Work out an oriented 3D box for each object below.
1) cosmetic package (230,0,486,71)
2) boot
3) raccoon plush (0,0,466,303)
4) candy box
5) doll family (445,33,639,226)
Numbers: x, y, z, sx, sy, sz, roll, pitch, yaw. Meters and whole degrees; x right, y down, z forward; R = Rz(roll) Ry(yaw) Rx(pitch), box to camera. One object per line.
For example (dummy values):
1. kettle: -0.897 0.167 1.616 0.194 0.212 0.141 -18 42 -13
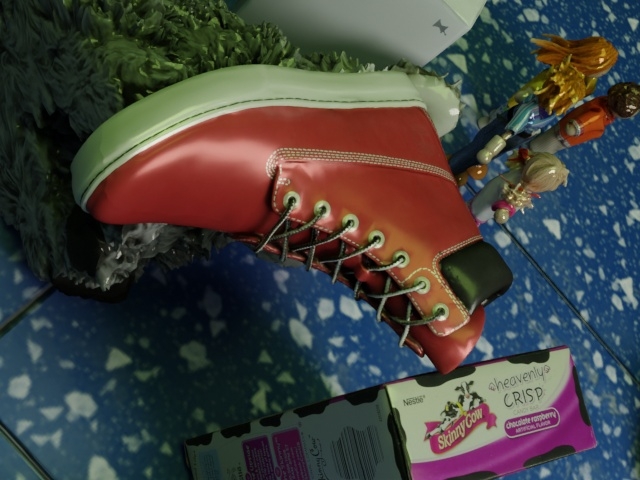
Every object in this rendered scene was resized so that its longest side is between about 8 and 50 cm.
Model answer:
1. cosmetic package: 0.043 -0.224 0.917 0.138 0.224 0.225 40 50 -13
2. boot: 0.000 0.000 0.587 0.244 0.088 0.176 -11 68 -41
3. raccoon plush: -0.087 -0.155 0.791 0.299 0.216 0.446 -16 77 -40
4. candy box: 0.037 0.133 0.720 0.159 0.233 0.071 -6 77 -38
5. doll family: 0.196 -0.113 1.011 0.118 0.163 0.263 53 48 -2
